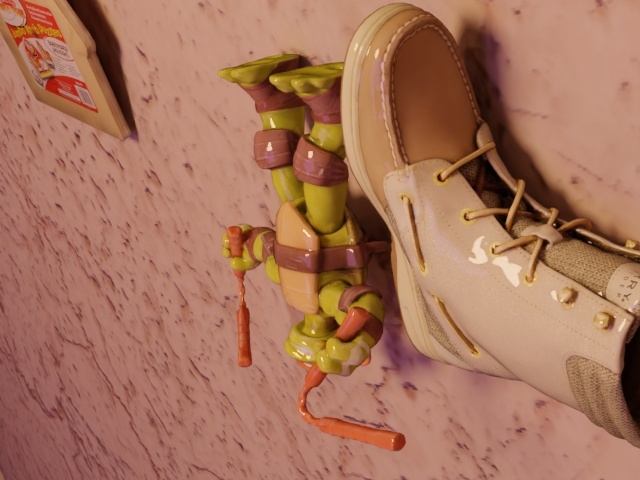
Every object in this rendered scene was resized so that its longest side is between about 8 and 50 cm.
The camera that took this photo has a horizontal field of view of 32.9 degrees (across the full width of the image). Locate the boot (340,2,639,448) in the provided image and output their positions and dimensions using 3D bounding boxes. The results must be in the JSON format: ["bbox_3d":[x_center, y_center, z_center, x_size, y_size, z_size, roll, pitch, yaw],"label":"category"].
[{"bbox_3d":[0.097,-0.007,0.523,0.165,0.077,0.213,24,138,50],"label":"boot"}]

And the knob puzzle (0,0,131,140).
[{"bbox_3d":[-0.243,-0.194,0.956,0.213,0.030,0.213,41,154,25],"label":"knob puzzle"}]

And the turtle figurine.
[{"bbox_3d":[0.000,0.000,0.672,0.269,0.087,0.217,-141,44,-65],"label":"turtle figurine"}]
